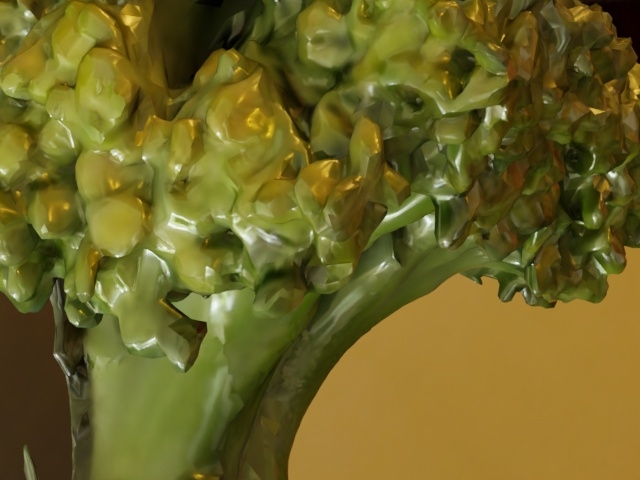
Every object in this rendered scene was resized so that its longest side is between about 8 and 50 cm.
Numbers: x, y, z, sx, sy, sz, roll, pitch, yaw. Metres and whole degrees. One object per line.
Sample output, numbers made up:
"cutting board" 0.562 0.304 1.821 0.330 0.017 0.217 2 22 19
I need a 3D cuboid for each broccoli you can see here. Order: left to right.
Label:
"broccoli" 0.011 -0.012 0.568 0.180 0.242 0.273 -7 75 37
